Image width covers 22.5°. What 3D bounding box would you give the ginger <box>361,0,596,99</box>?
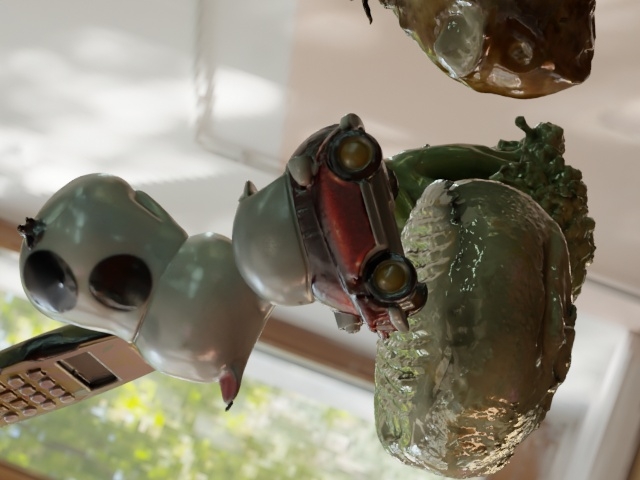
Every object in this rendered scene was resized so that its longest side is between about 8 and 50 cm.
[{"bbox_3d":[0.082,-0.281,1.456,0.254,0.418,0.176,-18,-27,-22],"label":"ginger"}]

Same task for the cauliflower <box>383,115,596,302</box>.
[{"bbox_3d":[0.146,-0.001,1.700,0.327,0.281,0.260,-54,-17,-24],"label":"cauliflower"}]

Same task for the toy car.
[{"bbox_3d":[0.000,0.000,1.018,0.112,0.112,0.139,51,-156,-76],"label":"toy car"}]

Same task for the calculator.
[{"bbox_3d":[-0.263,0.127,1.466,0.157,0.236,0.033,65,-177,-70],"label":"calculator"}]

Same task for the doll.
[{"bbox_3d":[-0.117,0.029,1.109,0.110,0.180,0.107,-64,-3,7],"label":"doll"}]

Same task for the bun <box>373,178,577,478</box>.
[{"bbox_3d":[0.124,0.075,1.255,0.239,0.141,0.239,-170,90,-83],"label":"bun"}]
